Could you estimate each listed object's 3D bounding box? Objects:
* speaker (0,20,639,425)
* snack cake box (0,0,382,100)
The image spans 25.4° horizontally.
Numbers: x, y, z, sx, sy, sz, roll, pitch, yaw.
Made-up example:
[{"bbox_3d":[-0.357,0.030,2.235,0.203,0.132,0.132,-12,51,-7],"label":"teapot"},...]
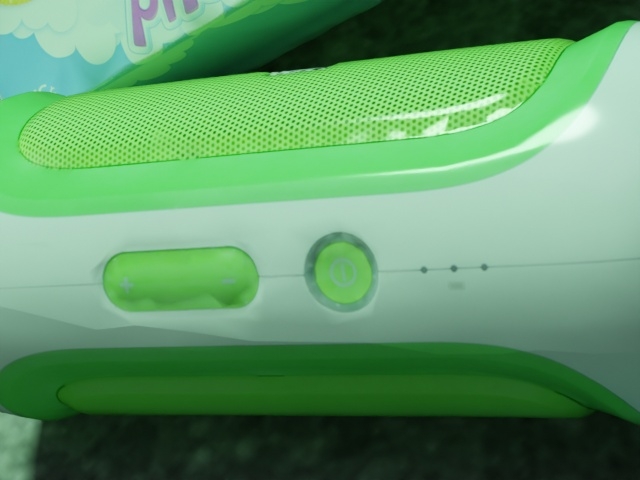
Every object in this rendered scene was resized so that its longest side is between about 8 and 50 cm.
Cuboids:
[{"bbox_3d":[0.000,0.000,0.481,0.296,0.131,0.131,-3,56,26],"label":"speaker"},{"bbox_3d":[-0.025,-0.160,0.553,0.264,0.089,0.152,-25,82,27],"label":"snack cake box"}]
